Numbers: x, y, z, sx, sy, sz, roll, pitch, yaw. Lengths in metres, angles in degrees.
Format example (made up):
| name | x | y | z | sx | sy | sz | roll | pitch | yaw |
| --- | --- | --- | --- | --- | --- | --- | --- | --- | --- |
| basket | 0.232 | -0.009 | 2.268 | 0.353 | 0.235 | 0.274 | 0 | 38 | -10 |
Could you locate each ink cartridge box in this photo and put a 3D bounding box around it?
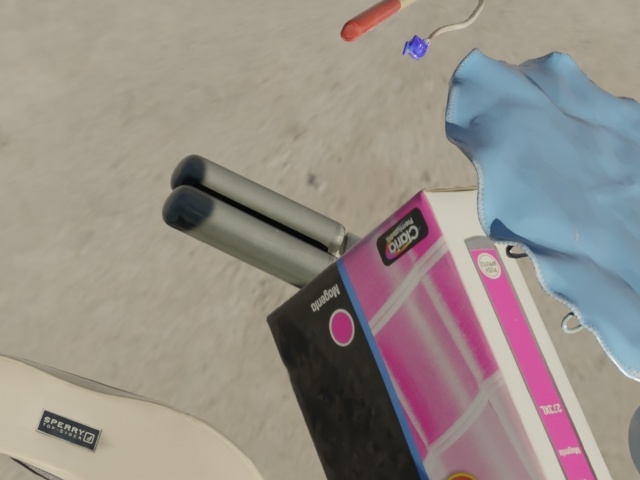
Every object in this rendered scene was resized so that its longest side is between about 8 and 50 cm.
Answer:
| name | x | y | z | sx | sy | sz | roll | pitch | yaw |
| --- | --- | --- | --- | --- | --- | --- | --- | --- | --- |
| ink cartridge box | 0.096 | 0.167 | 1.102 | 0.176 | 0.069 | 0.371 | -40 | 65 | 41 |

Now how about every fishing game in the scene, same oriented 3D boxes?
| name | x | y | z | sx | sy | sz | roll | pitch | yaw |
| --- | --- | --- | --- | --- | --- | --- | --- | --- | --- |
| fishing game | 0.116 | -0.004 | 0.732 | 0.264 | 0.189 | 0.041 | 47 | 122 | 0 |

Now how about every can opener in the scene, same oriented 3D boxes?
| name | x | y | z | sx | sy | sz | roll | pitch | yaw |
| --- | --- | --- | --- | --- | --- | --- | --- | --- | --- |
| can opener | 0.000 | 0.000 | 1.582 | 0.280 | 0.074 | 0.093 | 23 | 136 | -13 |

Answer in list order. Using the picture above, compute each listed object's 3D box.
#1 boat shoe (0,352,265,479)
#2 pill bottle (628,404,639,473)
| name | x | y | z | sx | sy | sz | roll | pitch | yaw |
| --- | --- | --- | --- | --- | --- | --- | --- | --- | --- |
| boat shoe | -0.198 | 0.203 | 1.803 | 0.341 | 0.158 | 0.127 | 26 | 87 | 8 |
| pill bottle | 0.389 | 0.159 | 1.645 | 0.146 | 0.264 | 0.146 | 9 | 103 | 41 |
